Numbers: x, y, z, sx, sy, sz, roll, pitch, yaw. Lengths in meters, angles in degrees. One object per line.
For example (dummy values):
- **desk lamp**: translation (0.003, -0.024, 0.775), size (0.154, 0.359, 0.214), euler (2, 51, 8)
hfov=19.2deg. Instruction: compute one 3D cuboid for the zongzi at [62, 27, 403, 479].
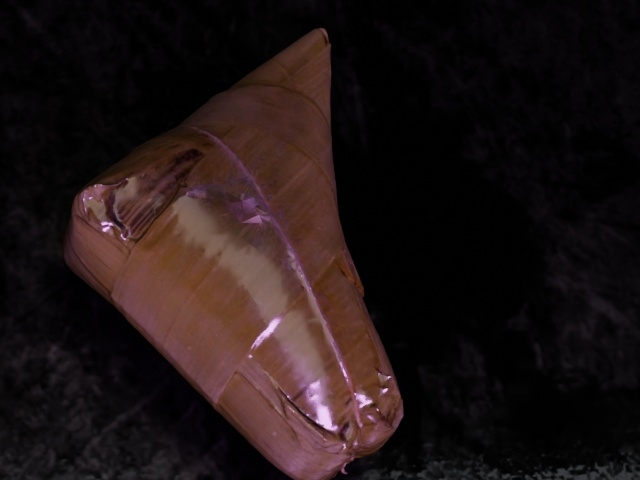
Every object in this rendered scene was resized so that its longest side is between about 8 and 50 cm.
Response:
- **zongzi**: translation (0.000, 0.000, 1.363), size (0.274, 0.145, 0.300), euler (44, 56, 9)
